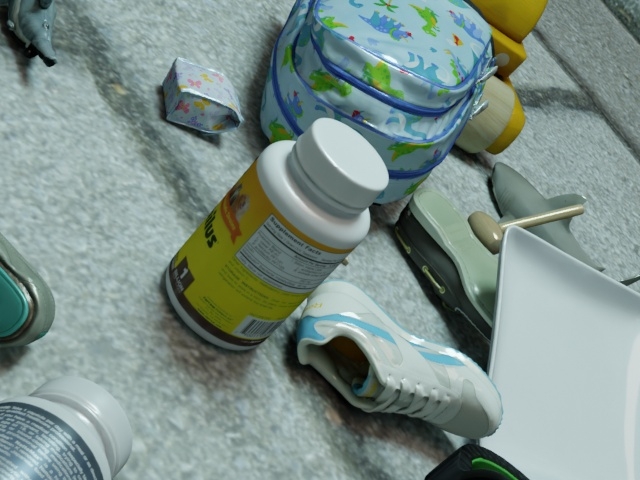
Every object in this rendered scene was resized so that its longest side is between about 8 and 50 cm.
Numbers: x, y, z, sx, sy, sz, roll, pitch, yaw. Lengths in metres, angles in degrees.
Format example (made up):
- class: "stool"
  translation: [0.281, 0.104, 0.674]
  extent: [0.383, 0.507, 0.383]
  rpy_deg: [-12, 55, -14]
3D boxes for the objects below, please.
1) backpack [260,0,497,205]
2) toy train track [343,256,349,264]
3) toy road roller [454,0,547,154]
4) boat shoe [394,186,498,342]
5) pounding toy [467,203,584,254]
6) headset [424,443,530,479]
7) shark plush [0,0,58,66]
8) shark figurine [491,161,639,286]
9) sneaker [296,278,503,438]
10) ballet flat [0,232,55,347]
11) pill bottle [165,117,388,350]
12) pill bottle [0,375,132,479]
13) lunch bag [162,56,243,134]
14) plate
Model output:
- class: "backpack"
  translation: [0.068, -0.206, 1.398]
  extent: [0.290, 0.273, 0.356]
  rpy_deg: [34, 55, -4]
- class: "toy train track"
  translation: [0.000, 0.000, 1.269]
  extent: [0.083, 0.014, 0.048]
  rpy_deg: [32, 31, -19]
- class: "toy road roller"
  translation: [0.230, -0.315, 1.728]
  extent: [0.202, 0.240, 0.330]
  rpy_deg: [28, 33, -25]
- class: "boat shoe"
  translation: [0.167, 0.043, 1.362]
  extent: [0.081, 0.069, 0.228]
  rpy_deg: [-9, 57, -41]
- class: "pounding toy"
  translation: [0.305, 0.059, 1.424]
  extent: [0.269, 0.155, 0.154]
  rpy_deg: [25, 31, -26]
- class: "headset"
  translation: [0.155, 0.325, 0.959]
  extent: [0.243, 0.185, 0.394]
  rpy_deg: [47, 14, -1]
- class: "shark plush"
  translation: [-0.291, -0.235, 1.161]
  extent: [0.073, 0.067, 0.161]
  rpy_deg: [27, 33, -28]
- class: "shark figurine"
  translation: [0.355, -0.011, 1.625]
  extent: [0.278, 0.116, 0.166]
  rpy_deg: [41, 31, -1]
- class: "sneaker"
  translation: [0.074, 0.136, 1.125]
  extent: [0.228, 0.087, 0.092]
  rpy_deg: [32, 37, -6]
- class: "ballet flat"
  translation: [-0.285, -0.002, 0.886]
  extent: [0.213, 0.072, 0.068]
  rpy_deg: [48, 2, 7]
- class: "pill bottle"
  translation: [-0.037, -0.007, 1.026]
  extent: [0.117, 0.215, 0.117]
  rpy_deg: [31, 31, -21]
- class: "pill bottle"
  translation: [-0.195, 0.161, 0.724]
  extent: [0.108, 0.108, 0.180]
  rpy_deg: [43, 30, 0]
- class: "lunch bag"
  translation: [-0.129, -0.155, 1.274]
  extent: [0.083, 0.053, 0.071]
  rpy_deg: [14, 37, -26]
- class: "plate"
  translation: [0.280, 0.157, 1.291]
  extent: [0.278, 0.045, 0.277]
  rpy_deg: [26, 61, -29]
